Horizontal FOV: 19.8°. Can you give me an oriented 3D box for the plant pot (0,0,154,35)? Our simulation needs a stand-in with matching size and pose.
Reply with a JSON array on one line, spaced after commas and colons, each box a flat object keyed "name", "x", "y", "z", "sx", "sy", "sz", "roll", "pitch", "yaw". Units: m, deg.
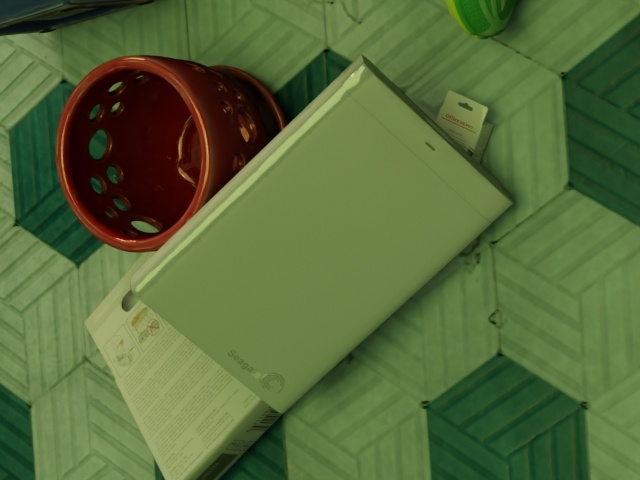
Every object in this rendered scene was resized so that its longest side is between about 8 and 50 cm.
[{"name": "plant pot", "x": -0.292, "y": -0.326, "z": 1.871, "sx": 0.236, "sy": 0.236, "sz": 0.212, "roll": -10, "pitch": 94, "yaw": 30}]

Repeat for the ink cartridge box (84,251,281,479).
[{"name": "ink cartridge box", "x": -0.131, "y": 0.117, "z": 1.918, "sx": 0.189, "sy": 0.066, "sz": 0.232, "roll": -47, "pitch": 53, "yaw": 25}]

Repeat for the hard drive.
[{"name": "hard drive", "x": 0.000, "y": 0.000, "z": 1.724, "sx": 0.307, "sy": 0.040, "sz": 0.203, "roll": -43, "pitch": 112, "yaw": 14}]

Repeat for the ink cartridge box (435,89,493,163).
[{"name": "ink cartridge box", "x": 0.132, "y": -0.097, "z": 1.747, "sx": 0.048, "sy": 0.028, "sz": 0.083, "roll": 28, "pitch": 108, "yaw": 25}]

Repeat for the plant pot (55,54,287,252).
[{"name": "plant pot", "x": -0.139, "y": -0.087, "z": 1.825, "sx": 0.191, "sy": 0.174, "sz": 0.191, "roll": 2, "pitch": 94, "yaw": 30}]

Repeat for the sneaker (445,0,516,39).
[{"name": "sneaker", "x": 0.198, "y": -0.314, "z": 1.646, "sx": 0.123, "sy": 0.109, "sz": 0.295, "roll": 31, "pitch": 108, "yaw": 29}]
